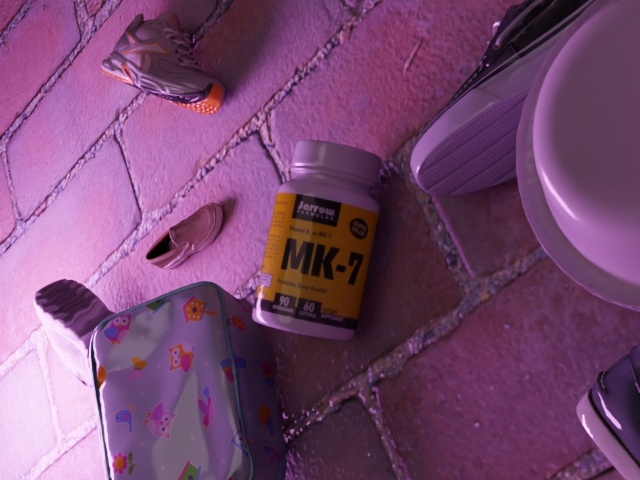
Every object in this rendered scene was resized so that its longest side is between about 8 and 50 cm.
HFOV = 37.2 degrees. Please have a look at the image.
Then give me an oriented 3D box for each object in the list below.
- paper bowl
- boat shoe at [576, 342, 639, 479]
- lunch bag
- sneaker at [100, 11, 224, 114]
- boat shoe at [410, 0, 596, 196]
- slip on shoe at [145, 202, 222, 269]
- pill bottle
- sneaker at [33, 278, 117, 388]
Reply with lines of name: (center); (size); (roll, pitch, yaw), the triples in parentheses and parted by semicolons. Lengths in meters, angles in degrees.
paper bowl: (0.280, -0.082, 0.725); (0.284, 0.148, 0.284); (-14, 70, 42)
boat shoe: (0.327, 0.198, 0.716); (0.099, 0.116, 0.319); (-59, 43, 20)
lunch bag: (-0.168, 0.200, 1.153); (0.224, 0.108, 0.279); (-23, 63, 20)
sneaker: (-0.218, -0.263, 1.352); (0.262, 0.099, 0.121); (27, 94, 42)
boat shoe: (0.219, -0.174, 0.921); (0.335, 0.121, 0.119); (-38, 48, 18)
slip on shoe: (-0.187, -0.006, 1.294); (0.135, 0.041, 0.052); (-35, 58, 32)
pill bottle: (0.000, 0.000, 1.064); (0.119, 0.119, 0.209); (8, 86, 44)
sneaker: (-0.297, 0.165, 1.342); (0.281, 0.105, 0.115); (39, 144, 35)
